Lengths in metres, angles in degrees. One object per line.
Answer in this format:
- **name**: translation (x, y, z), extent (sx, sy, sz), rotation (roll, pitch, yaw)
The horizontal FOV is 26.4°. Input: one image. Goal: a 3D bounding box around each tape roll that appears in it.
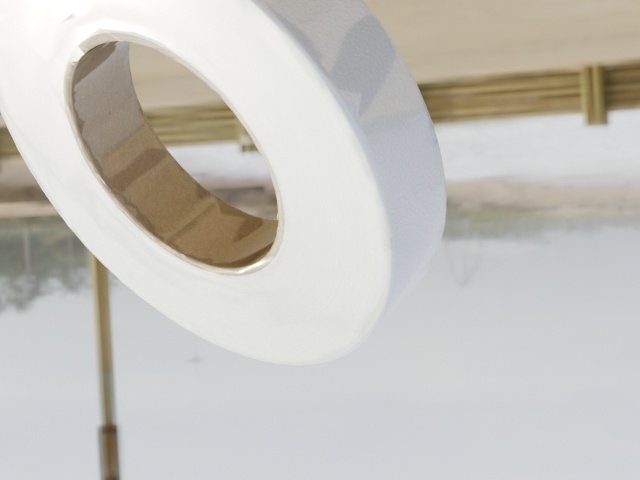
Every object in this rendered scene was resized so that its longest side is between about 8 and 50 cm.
- **tape roll**: translation (-0.089, -0.078, 1.001), extent (0.392, 0.392, 0.072), rotation (-3, -146, 47)
